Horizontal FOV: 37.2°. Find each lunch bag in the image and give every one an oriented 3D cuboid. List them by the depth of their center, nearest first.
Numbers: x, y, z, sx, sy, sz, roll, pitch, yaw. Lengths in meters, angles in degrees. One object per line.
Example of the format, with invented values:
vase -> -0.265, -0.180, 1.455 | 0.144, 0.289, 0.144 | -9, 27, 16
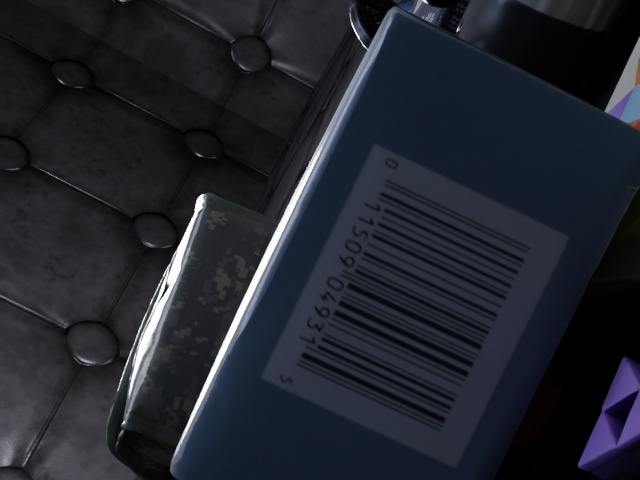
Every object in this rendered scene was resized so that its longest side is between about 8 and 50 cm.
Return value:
lunch bag -> -0.104, 0.124, 0.948 | 0.287, 0.168, 0.235 | 122, 167, -65

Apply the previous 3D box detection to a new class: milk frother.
milk frother -> 0.102, -0.148, 0.523 | 0.143, 0.129, 0.135 | -32, -33, -58

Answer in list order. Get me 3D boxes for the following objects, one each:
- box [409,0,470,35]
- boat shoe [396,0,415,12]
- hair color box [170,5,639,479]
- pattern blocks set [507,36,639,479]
box -> 0.114, -0.148, 0.708 | 0.158, 0.093, 0.156 | -66, 8, -21
boat shoe -> 0.116, -0.241, 0.993 | 0.089, 0.109, 0.258 | -58, 10, 4
hair color box -> 0.029, 0.014, 0.515 | 0.185, 0.113, 0.374 | -64, 3, 3
pattern blocks set -> 0.150, -0.054, 0.396 | 0.325, 0.026, 0.285 | -65, 8, -23
